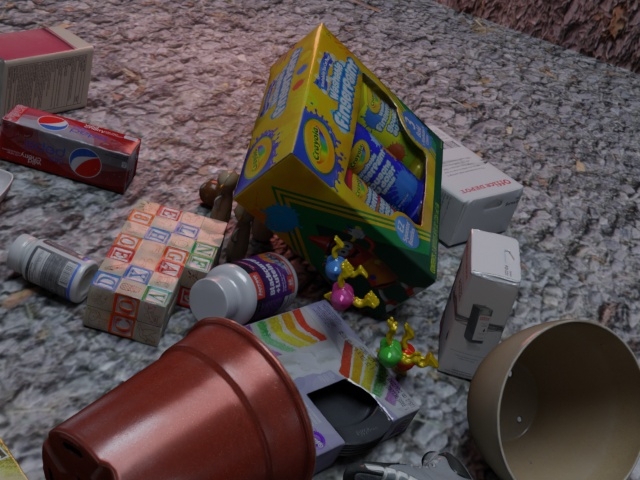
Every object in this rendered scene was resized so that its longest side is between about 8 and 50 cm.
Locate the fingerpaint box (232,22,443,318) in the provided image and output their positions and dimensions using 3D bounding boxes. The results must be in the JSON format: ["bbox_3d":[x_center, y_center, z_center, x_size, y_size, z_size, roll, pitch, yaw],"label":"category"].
[{"bbox_3d":[0.055,-0.141,1.985,0.371,0.163,0.445,41,34,-23],"label":"fingerpaint box"}]

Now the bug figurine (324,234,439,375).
[{"bbox_3d":[0.081,0.124,1.726,0.279,0.072,0.216,52,7,0],"label":"bug figurine"}]

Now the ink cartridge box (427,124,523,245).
[{"bbox_3d":[0.266,-0.125,2.320,0.211,0.122,0.289,-14,42,-41],"label":"ink cartridge box"}]

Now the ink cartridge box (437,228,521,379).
[{"bbox_3d":[0.277,0.113,1.851,0.092,0.218,0.158,16,31,-1],"label":"ink cartridge box"}]

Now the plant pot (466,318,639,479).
[{"bbox_3d":[0.338,0.259,1.643,0.284,0.284,0.191,-1,0,-26],"label":"plant pot"}]

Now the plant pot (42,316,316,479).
[{"bbox_3d":[-0.194,0.274,1.359,0.265,0.272,0.272,-26,50,-38],"label":"plant pot"}]

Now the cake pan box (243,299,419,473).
[{"bbox_3d":[-0.009,0.229,1.646,0.245,0.070,0.267,-15,53,-40],"label":"cake pan box"}]

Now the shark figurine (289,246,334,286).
[{"bbox_3d":[-0.008,-0.025,2.065,0.166,0.116,0.278,44,33,-21],"label":"shark figurine"}]

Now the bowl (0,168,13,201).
[{"bbox_3d":[-0.641,-0.089,1.906,0.142,0.053,0.142,16,32,-1],"label":"bowl"}]

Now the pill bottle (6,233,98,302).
[{"bbox_3d":[-0.448,0.044,1.759,0.137,0.078,0.078,23,32,12],"label":"pill bottle"}]

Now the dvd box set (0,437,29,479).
[{"bbox_3d":[-0.503,0.341,1.276,0.307,0.062,0.420,-13,41,-40],"label":"dvd box set"}]

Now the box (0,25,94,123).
[{"bbox_3d":[-0.620,-0.358,2.252,0.127,0.149,0.232,33,34,28],"label":"box"}]

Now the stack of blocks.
[{"bbox_3d":[-0.277,0.054,1.814,0.171,0.087,0.297,16,31,-1],"label":"stack of blocks"}]

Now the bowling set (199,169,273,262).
[{"bbox_3d":[-0.152,-0.097,2.048,0.199,0.154,0.287,26,32,16],"label":"bowling set"}]

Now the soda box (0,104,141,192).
[{"bbox_3d":[-0.496,-0.182,2.084,0.263,0.092,0.083,17,32,0],"label":"soda box"}]

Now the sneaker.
[{"bbox_3d":[0.136,0.353,1.549,0.228,0.086,0.132,22,25,-11],"label":"sneaker"}]

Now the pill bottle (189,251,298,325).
[{"bbox_3d":[-0.132,0.086,1.781,0.108,0.108,0.193,31,24,24],"label":"pill bottle"}]
